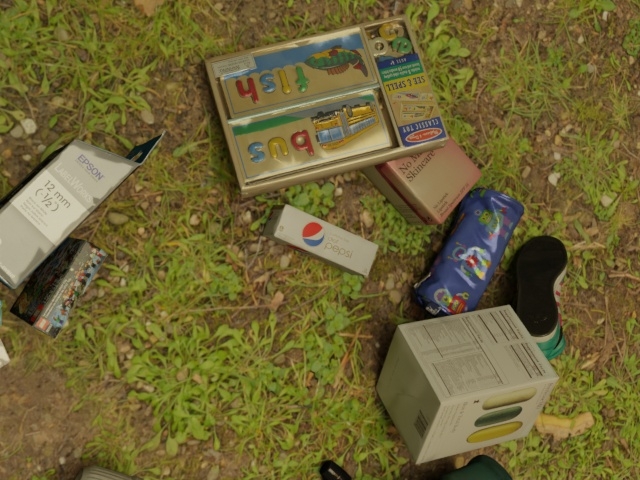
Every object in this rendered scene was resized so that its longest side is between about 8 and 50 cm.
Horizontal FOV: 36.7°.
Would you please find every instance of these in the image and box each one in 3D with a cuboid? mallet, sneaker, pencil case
[{"bbox_3d":[-0.009,0.530,1.910,0.062,0.039,0.190,35,81,-16],"label":"mallet"},{"bbox_3d":[0.472,0.145,2.071,0.123,0.178,0.296,8,47,14],"label":"sneaker"},{"bbox_3d":[0.302,0.032,1.995,0.133,0.119,0.306,31,79,-5],"label":"pencil case"}]

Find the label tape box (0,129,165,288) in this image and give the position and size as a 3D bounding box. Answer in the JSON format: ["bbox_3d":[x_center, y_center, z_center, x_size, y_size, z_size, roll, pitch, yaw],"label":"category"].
[{"bbox_3d":[-0.435,-0.082,1.609,0.115,0.249,0.348,46,74,-17],"label":"label tape box"}]

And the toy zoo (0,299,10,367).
[{"bbox_3d":[-0.666,0.187,1.630,0.293,0.030,0.192,-38,104,-19],"label":"toy zoo"}]

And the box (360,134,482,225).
[{"bbox_3d":[0.183,-0.161,1.939,0.232,0.127,0.149,46,74,-17],"label":"box"}]

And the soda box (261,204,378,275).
[{"bbox_3d":[0.000,0.000,1.890,0.216,0.074,0.069,23,81,-21],"label":"soda box"}]

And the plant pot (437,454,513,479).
[{"bbox_3d":[0.207,0.623,1.855,0.334,0.341,0.341,-12,95,-16],"label":"plant pot"}]

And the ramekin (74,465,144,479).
[{"bbox_3d":[-0.395,0.487,1.658,0.109,0.207,0.207,28,79,-11],"label":"ramekin"}]

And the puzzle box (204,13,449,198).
[{"bbox_3d":[0.009,-0.255,1.816,0.408,0.052,0.272,-15,78,-9],"label":"puzzle box"}]

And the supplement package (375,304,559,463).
[{"bbox_3d":[0.283,0.281,1.903,0.262,0.198,0.199,-8,136,-23],"label":"supplement package"}]

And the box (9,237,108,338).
[{"bbox_3d":[-0.442,0.072,1.615,0.044,0.233,0.159,35,77,-23],"label":"box"}]
